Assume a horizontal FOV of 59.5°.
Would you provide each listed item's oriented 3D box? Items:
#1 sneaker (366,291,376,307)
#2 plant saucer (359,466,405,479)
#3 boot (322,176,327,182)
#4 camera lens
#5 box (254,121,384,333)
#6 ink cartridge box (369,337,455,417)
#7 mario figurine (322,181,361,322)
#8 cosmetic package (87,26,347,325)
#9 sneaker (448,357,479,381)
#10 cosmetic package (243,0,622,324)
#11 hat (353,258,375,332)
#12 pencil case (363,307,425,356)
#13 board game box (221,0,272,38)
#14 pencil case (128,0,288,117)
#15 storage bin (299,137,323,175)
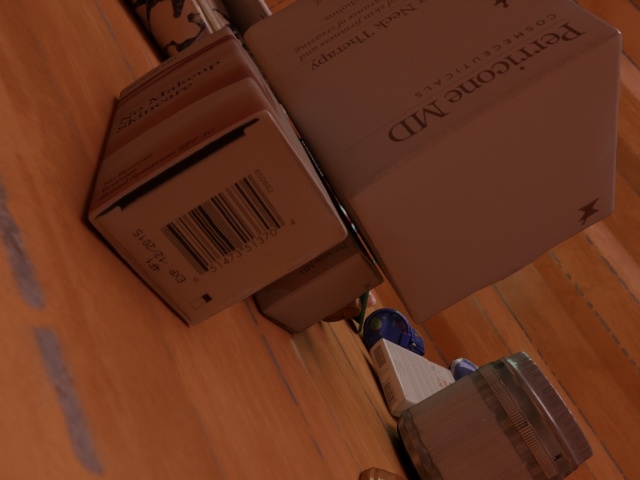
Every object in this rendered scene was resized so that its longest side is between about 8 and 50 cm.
[{"bbox_3d":[0.132,0.163,1.841,0.070,0.051,0.134,52,4,-36],"label":"sneaker"},{"bbox_3d":[0.110,0.346,0.628,0.199,0.037,0.200,58,5,-8],"label":"plant saucer"},{"bbox_3d":[-0.092,-0.220,1.463,0.284,0.138,0.377,56,2,-31],"label":"boot"},{"bbox_3d":[0.288,0.346,0.974,0.219,0.274,0.219,57,5,-8],"label":"camera lens"},{"bbox_3d":[-0.056,-0.046,0.766,0.311,0.148,0.121,60,5,29],"label":"box"},{"bbox_3d":[0.224,0.325,1.222,0.225,0.056,0.181,30,22,-27],"label":"ink cartridge box"},{"bbox_3d":[0.000,0.000,1.063,0.170,0.198,0.320,36,28,-27],"label":"mario figurine"},{"bbox_3d":[-0.100,-0.083,0.522,0.129,0.153,0.296,56,4,-33],"label":"cosmetic package"},{"bbox_3d":[0.419,0.380,1.450,0.211,0.080,0.081,42,-15,-12],"label":"sneaker"},{"bbox_3d":[0.150,-0.168,0.796,0.393,0.330,0.327,61,4,40],"label":"cosmetic package"},{"bbox_3d":[0.030,0.103,1.356,0.173,0.184,0.208,67,35,-81],"label":"hat"},{"bbox_3d":[0.199,0.261,1.456,0.133,0.119,0.306,24,-9,22],"label":"pencil case"},{"bbox_3d":[-0.191,-0.428,1.155,0.389,0.050,0.390,57,-26,-12],"label":"board game box"},{"bbox_3d":[-0.205,-0.354,1.032,0.410,0.160,0.183,57,-14,-11],"label":"pencil case"},{"bbox_3d":[-0.077,-0.150,1.183,0.084,0.122,0.180,56,-3,-17],"label":"storage bin"}]
